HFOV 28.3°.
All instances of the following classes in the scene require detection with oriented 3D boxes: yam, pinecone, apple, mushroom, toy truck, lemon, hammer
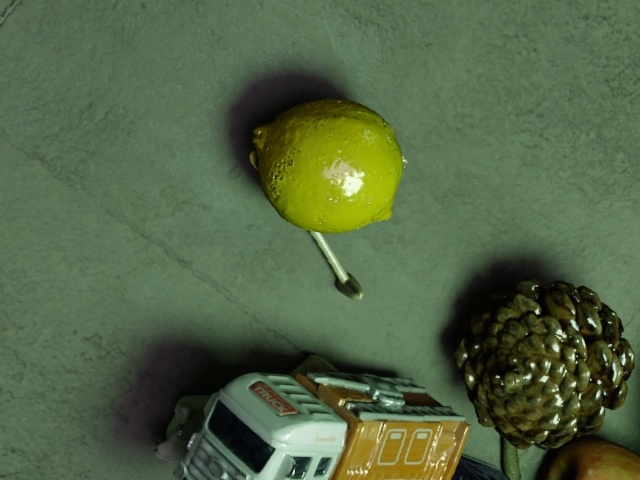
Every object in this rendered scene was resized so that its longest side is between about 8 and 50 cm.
[{"bbox_3d":[0.291,0.339,1.918,0.033,0.027,0.129,3,112,21],"label":"yam"},{"bbox_3d":[0.322,0.178,1.775,0.257,0.243,0.243,29,95,-46],"label":"pinecone"},{"bbox_3d":[0.420,0.393,1.897,0.168,0.181,0.181,29,95,-21],"label":"apple"},{"bbox_3d":[-0.095,0.234,1.721,0.278,0.096,0.099,-18,156,-15],"label":"mushroom"},{"bbox_3d":[0.013,0.274,1.648,0.387,0.173,0.207,10,108,-47],"label":"toy truck"},{"bbox_3d":[0.009,-0.096,1.611,0.206,0.173,0.173,16,100,-9],"label":"lemon"},{"bbox_3d":[0.000,0.000,1.704,0.028,0.060,0.195,-35,110,-6],"label":"hammer"}]

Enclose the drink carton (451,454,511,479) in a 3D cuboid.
[{"bbox_3d":[0.237,0.414,1.815,0.102,0.222,0.134,26,96,-24],"label":"drink carton"}]
